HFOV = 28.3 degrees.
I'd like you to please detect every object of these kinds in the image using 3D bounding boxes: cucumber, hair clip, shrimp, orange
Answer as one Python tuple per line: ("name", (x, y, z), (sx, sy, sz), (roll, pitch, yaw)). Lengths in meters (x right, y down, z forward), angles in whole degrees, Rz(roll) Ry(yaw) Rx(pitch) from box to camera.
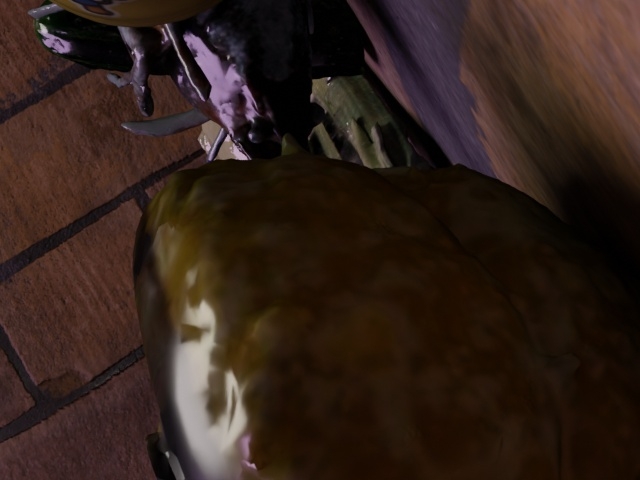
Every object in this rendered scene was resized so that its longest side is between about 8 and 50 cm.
("cucumber", (-0.087, -0.152, 0.921), (0.074, 0.241, 0.075), (180, 90, -83))
("hair clip", (0.008, -0.087, 1.023), (0.091, 0.138, 0.321), (9, -146, -37))
("shrimp", (-0.092, -0.198, 0.802), (0.166, 0.221, 0.411), (4, 111, 58))
("orange", (0.057, 0.088, 0.584), (0.271, 0.210, 0.369), (60, -177, 29))

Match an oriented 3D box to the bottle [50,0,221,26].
("bottle", (-0.106, -0.209, 0.553), (0.172, 0.171, 0.351), (58, 180, 2))

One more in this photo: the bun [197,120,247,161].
("bun", (-0.060, -0.121, 1.303), (0.222, 0.127, 0.222), (-5, -90, -87))
